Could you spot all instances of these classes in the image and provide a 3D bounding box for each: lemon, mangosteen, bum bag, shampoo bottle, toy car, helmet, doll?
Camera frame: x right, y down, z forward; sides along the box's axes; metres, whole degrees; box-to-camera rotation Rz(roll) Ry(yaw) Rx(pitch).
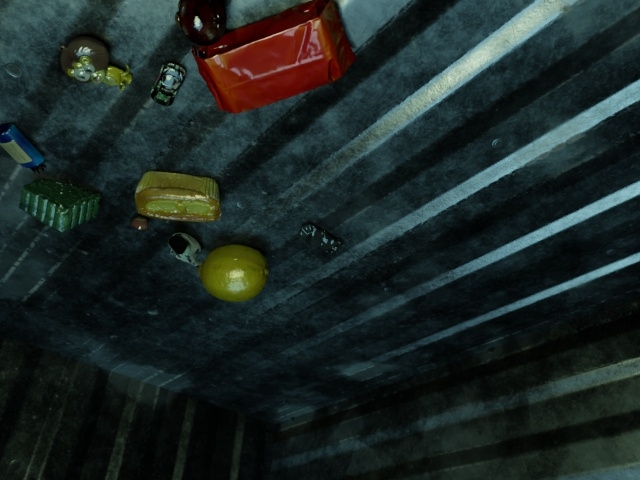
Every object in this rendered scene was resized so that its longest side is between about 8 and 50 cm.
[{"bbox_3d":[-0.334,0.127,2.038,0.263,0.236,0.236,22,151,28],"label":"lemon"},{"bbox_3d":[-0.297,-0.543,1.266,0.140,0.140,0.140,2,142,1],"label":"mangosteen"},{"bbox_3d":[0.000,0.000,2.000,0.197,0.049,0.087,30,130,-31],"label":"bum bag"},{"bbox_3d":[-0.962,-0.291,1.675,0.087,0.050,0.183,-10,141,11],"label":"shampoo bottle"},{"bbox_3d":[-0.428,-0.433,1.458,0.069,0.055,0.142,20,140,-26],"label":"toy car"},{"bbox_3d":[-0.680,-0.067,1.952,0.083,0.049,0.065,11,-175,34],"label":"helmet"},{"bbox_3d":[-0.599,-0.470,1.394,0.188,0.096,0.145,10,150,-26],"label":"doll"}]

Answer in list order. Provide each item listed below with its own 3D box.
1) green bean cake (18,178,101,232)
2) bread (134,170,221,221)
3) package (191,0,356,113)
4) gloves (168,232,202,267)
[{"bbox_3d":[-0.902,-0.140,1.807,0.208,0.193,0.107,27,122,6],"label":"green bean cake"},{"bbox_3d":[-0.482,-0.145,1.787,0.288,0.119,0.153,6,146,-4],"label":"bread"},{"bbox_3d":[-0.131,-0.465,1.347,0.423,0.123,0.196,-12,138,16],"label":"package"},{"bbox_3d":[-0.519,0.035,2.033,0.127,0.111,0.212,20,178,7],"label":"gloves"}]
